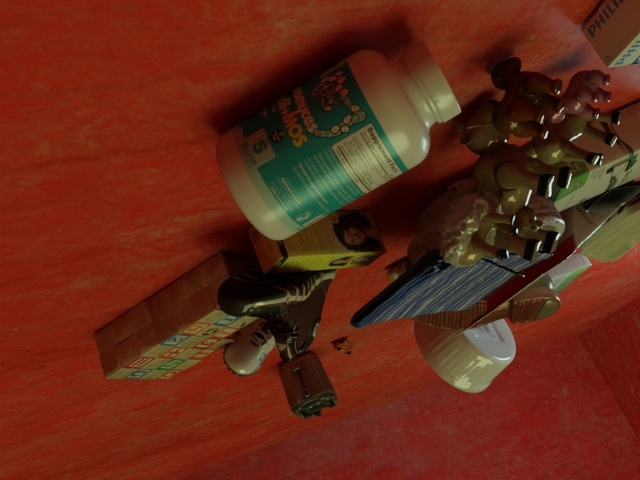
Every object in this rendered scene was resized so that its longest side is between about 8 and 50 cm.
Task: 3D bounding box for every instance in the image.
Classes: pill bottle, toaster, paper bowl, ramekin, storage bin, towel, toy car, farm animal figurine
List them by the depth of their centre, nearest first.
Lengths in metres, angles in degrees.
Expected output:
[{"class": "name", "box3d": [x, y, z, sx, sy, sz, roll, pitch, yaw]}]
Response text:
[{"class": "pill bottle", "box3d": [0.023, -0.120, 0.765, 0.264, 0.146, 0.146, -29, 157, 12]}, {"class": "farm animal figurine", "box3d": [0.286, -0.116, 0.983, 0.330, 0.172, 0.327, 7, 101, -52]}, {"class": "towel", "box3d": [0.237, 0.084, 1.183, 0.336, 0.040, 0.243, -2, 149, -41]}, {"class": "paper bowl", "box3d": [0.298, -0.018, 1.253, 0.284, 0.148, 0.284, -20, 157, -8]}, {"class": "storage bin", "box3d": [0.593, -0.125, 1.378, 0.135, 0.091, 0.098, -9, 152, -33]}, {"class": "ramekin", "box3d": [0.411, 0.271, 1.854, 0.277, 0.277, 0.135, 0, 140, -45]}, {"class": "toaster", "box3d": [-0.034, 0.411, 1.877, 0.129, 0.146, 0.227, -24, 157, 2]}, {"class": "toy car", "box3d": [0.066, 0.299, 1.897, 0.122, 0.060, 0.040, 85, 27, -83]}]

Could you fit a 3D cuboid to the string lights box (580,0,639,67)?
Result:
[{"class": "string lights box", "box3d": [0.496, -0.314, 0.886, 0.260, 0.077, 0.133, -13, 156, -24]}]

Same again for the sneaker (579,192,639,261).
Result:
[{"class": "sneaker", "box3d": [0.722, -0.082, 1.509, 0.131, 0.148, 0.350, 21, 150, -16]}]

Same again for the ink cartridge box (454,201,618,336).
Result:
[{"class": "ink cartridge box", "box3d": [0.461, 0.036, 1.468, 0.385, 0.091, 0.308, -29, 166, -38]}]

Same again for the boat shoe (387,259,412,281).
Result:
[{"class": "boat shoe", "box3d": [0.200, 0.095, 1.533, 0.072, 0.068, 0.190, -17, 150, 16]}]

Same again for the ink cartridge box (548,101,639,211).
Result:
[{"class": "ink cartridge box", "box3d": [0.518, -0.152, 1.243, 0.219, 0.092, 0.160, -23, 158, 0]}]

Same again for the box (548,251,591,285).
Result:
[{"class": "box", "box3d": [0.665, 0.150, 2.103, 0.322, 0.058, 0.232, -16, 156, -15]}]

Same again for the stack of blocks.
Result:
[{"class": "stack of blocks", "box3d": [-0.227, 0.143, 1.177, 0.297, 0.087, 0.171, -32, 156, 19]}]

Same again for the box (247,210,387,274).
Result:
[{"class": "box", "box3d": [0.000, 0.000, 1.088, 0.232, 0.087, 0.058, -4, 152, -41]}]

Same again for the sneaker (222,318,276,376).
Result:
[{"class": "sneaker", "box3d": [-0.111, 0.176, 1.291, 0.086, 0.085, 0.237, -58, 173, 35]}]

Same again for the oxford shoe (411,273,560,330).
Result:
[{"class": "oxford shoe", "box3d": [0.402, 0.136, 1.716, 0.397, 0.146, 0.140, -2, 140, 0]}]

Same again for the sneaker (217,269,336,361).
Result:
[{"class": "sneaker", "box3d": [-0.064, 0.129, 1.069, 0.281, 0.106, 0.162, -12, 113, -58]}]
